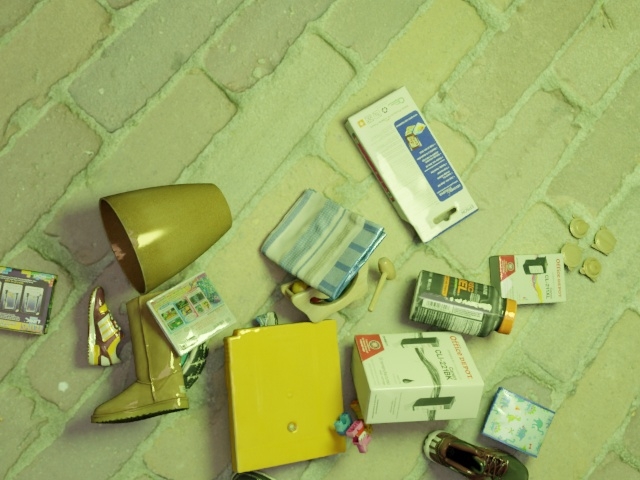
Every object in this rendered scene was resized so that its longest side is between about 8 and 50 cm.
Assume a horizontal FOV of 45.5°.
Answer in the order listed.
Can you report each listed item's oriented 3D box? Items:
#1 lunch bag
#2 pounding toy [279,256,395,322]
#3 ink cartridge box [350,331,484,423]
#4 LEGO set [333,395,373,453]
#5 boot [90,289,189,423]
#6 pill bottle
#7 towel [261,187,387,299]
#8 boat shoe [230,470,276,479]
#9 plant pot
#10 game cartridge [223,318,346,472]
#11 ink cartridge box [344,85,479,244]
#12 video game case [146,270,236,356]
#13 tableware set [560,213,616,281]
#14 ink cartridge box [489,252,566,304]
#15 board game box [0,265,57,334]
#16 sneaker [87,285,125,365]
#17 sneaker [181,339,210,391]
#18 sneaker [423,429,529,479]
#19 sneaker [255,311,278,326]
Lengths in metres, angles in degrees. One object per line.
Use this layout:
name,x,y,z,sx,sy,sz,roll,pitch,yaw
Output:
lunch bag,0.482,0.449,1.896,0.151,0.096,0.129,25,82,-16
pounding toy,0.052,0.088,1.801,0.269,0.155,0.154,-29,120,-14
ink cartridge box,0.224,0.320,1.803,0.272,0.197,0.114,0,122,-10
LEGO set,0.109,0.436,1.828,0.227,0.087,0.093,-37,111,-52
boot,-0.412,0.267,1.727,0.236,0.089,0.270,-12,72,3
pill bottle,0.348,0.160,1.856,0.245,0.130,0.131,13,83,5
towel,0.000,0.000,1.790,0.209,0.285,0.034,-51,136,-8
boat shoe,-0.111,0.620,1.796,0.233,0.079,0.084,39,82,-3
plant pot,-0.342,-0.033,1.755,0.254,0.237,0.237,-25,90,-26
game cartridge,-0.082,0.358,1.794,0.285,0.052,0.324,-3,86,-27
ink cartridge box,0.229,-0.188,1.923,0.175,0.069,0.371,-31,88,-11
video game case,-0.290,0.163,1.721,0.157,0.019,0.143,-31,84,-31
tableware set,0.698,0.020,1.997,0.141,0.020,0.169,32,72,-11
ink cartridge box,0.528,0.098,1.943,0.175,0.072,0.128,-2,85,-9
board game box,-0.705,0.134,1.753,0.170,0.048,0.141,11,86,-9
sneaker,-0.498,0.198,1.777,0.083,0.069,0.186,2,91,-18
sneaker,-0.320,0.239,1.797,0.110,0.107,0.275,13,78,11
sneaker,0.395,0.551,1.839,0.281,0.162,0.106,20,83,-7
sneaker,-0.128,0.240,1.842,0.058,0.052,0.135,-6,89,8
